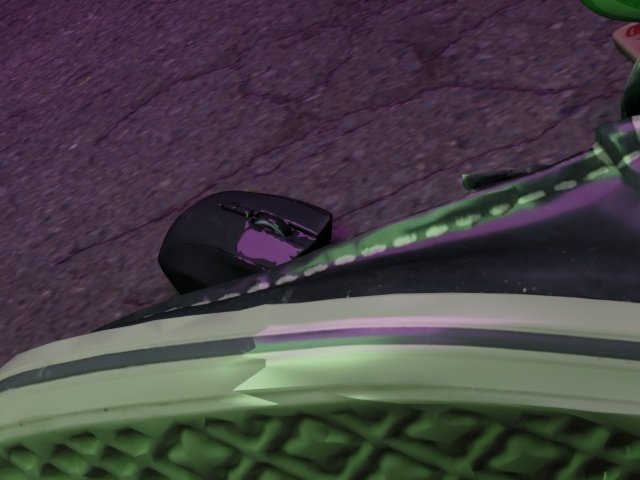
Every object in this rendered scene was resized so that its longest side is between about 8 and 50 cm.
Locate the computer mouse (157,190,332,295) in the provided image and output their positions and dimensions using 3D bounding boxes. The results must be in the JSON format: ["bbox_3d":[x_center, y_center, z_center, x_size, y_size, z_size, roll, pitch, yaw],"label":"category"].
[{"bbox_3d":[0.000,0.000,1.007,0.242,0.041,0.071,0,33,44],"label":"computer mouse"}]

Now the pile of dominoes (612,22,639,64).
[{"bbox_3d":[0.283,-0.165,1.084,0.251,0.040,0.196,-35,25,-23],"label":"pile of dominoes"}]

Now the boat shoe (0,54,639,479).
[{"bbox_3d":[0.133,0.034,0.599,0.500,0.187,0.156,-11,42,15],"label":"boat shoe"}]

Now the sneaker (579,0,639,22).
[{"bbox_3d":[0.250,-0.139,0.940,0.295,0.109,0.123,2,39,30],"label":"sneaker"}]
